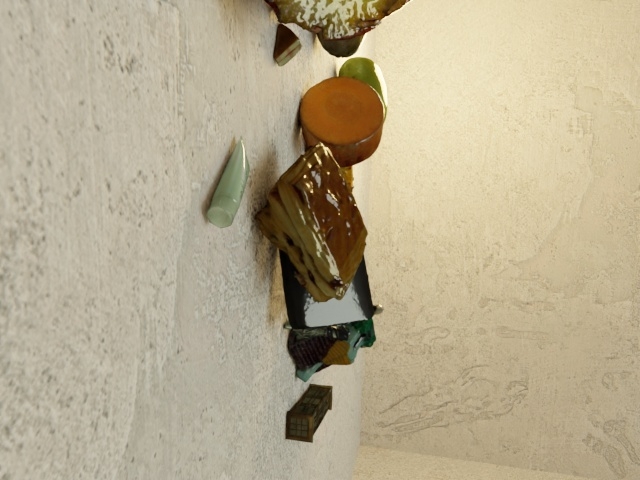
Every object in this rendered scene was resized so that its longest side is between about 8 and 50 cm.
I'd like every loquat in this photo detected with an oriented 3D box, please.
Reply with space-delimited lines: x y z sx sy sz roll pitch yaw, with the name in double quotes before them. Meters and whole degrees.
"loquat" 0.067 -0.689 1.529 0.227 0.179 0.179 81 17 -55

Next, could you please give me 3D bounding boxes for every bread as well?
"bread" -0.021 -0.043 1.176 0.324 0.167 0.277 65 32 -22
"bread" -0.076 -0.477 1.178 0.043 0.062 0.109 55 37 -70

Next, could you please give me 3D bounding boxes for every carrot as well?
"carrot" 0.066 -0.363 1.447 0.100 0.258 0.307 110 -5 -58

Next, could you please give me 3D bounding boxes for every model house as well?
"model house" 0.011 0.316 1.524 0.249 0.230 0.280 -53 151 -23

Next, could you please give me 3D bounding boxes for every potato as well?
"potato" 0.164 -0.569 1.940 0.216 0.216 0.304 -34 128 -75

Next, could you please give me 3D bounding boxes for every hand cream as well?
"hand cream" -0.161 -0.109 0.904 0.205 0.050 0.078 -81 165 -46

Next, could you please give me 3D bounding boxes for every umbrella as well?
"umbrella" -0.009 0.257 1.387 0.046 0.188 0.050 114 -15 -58

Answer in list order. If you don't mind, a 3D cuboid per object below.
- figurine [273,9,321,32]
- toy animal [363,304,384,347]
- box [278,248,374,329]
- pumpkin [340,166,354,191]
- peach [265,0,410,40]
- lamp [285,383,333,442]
"figurine" -0.049 -0.555 1.141 0.157 0.114 0.126 11 98 -63
"toy animal" 0.099 0.215 1.852 0.344 0.194 0.302 106 -24 -48
"box" 0.017 0.095 1.333 0.290 0.073 0.289 -1 77 -42
"pumpkin" 0.038 -0.262 1.586 0.190 0.139 0.280 -69 156 -66
"peach" 0.023 -0.566 0.894 0.416 0.353 0.339 -50 144 -46
"lamp" -0.030 0.561 1.610 0.325 0.090 0.089 2 90 -79
